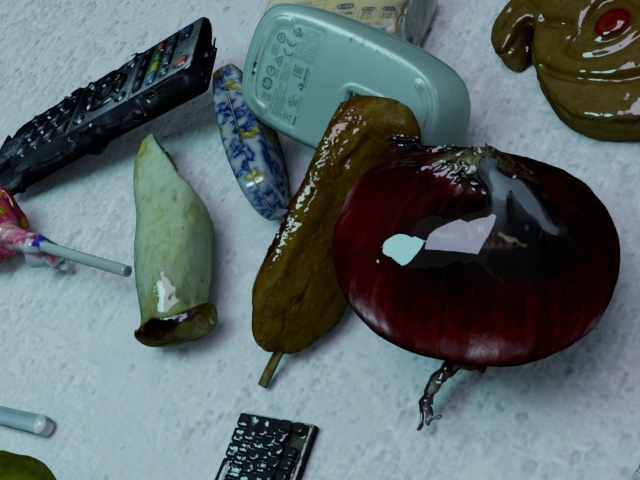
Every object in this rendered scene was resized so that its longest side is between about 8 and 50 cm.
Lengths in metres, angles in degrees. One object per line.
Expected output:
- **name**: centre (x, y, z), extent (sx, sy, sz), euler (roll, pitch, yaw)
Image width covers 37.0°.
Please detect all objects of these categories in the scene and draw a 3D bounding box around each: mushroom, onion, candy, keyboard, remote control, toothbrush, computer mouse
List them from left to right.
- **toothbrush**: centre (-0.469, 0.210, 1.215), extent (0.342, 0.025, 0.030), euler (3, 66, 29)
- **candy**: centre (-0.371, 0.001, 1.245), extent (0.365, 0.124, 0.124), euler (12, 64, 36)
- **remote control**: centre (-0.305, -0.173, 1.334), extent (0.398, 0.062, 0.145), euler (-23, 39, 26)
- **mushroom**: centre (-0.184, -0.013, 1.190), extent (0.107, 0.087, 0.333), euler (-20, 49, 15)
- **keyboard**: centre (-0.092, 0.319, 0.944), extent (0.106, 0.027, 0.317), euler (4, 59, 30)
- **computer mouse**: centre (0.043, -0.176, 1.135), extent (0.288, 0.097, 0.160), euler (27, 114, 22)
- **onion**: centre (0.146, 0.037, 0.928), extent (0.273, 0.285, 0.273), euler (1, 25, -1)

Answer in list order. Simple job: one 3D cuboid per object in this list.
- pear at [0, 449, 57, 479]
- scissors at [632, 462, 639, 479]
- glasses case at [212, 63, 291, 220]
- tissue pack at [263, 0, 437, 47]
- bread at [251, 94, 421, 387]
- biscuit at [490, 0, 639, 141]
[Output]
- **pear**: centre (-0.357, 0.356, 0.908), extent (0.269, 0.269, 0.321), euler (0, 45, 27)
- **scissors**: centre (0.334, 0.128, 0.859), extent (0.110, 0.021, 0.212), euler (24, 67, 36)
- **glasses case**: centre (-0.089, -0.128, 1.219), extent (0.065, 0.087, 0.248), euler (-30, 46, 12)
- **tissue pack**: centre (0.027, -0.277, 1.262), extent (0.222, 0.090, 0.186), euler (3, 62, 31)
- **bread**: centre (0.001, 0.001, 1.040), extent (0.344, 0.124, 0.084), euler (-65, 27, 5)
- **biscuit**: centre (0.367, -0.284, 1.104), extent (0.350, 0.070, 0.394), euler (-14, 53, 18)
